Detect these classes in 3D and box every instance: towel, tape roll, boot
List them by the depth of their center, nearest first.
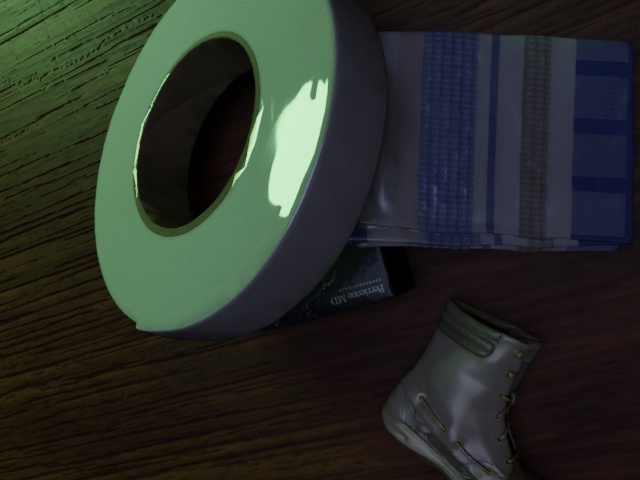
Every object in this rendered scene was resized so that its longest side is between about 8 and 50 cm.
[{"bbox_3d":[0.153,-0.092,0.594,0.284,0.034,0.210,1,88,0],"label":"towel"},{"bbox_3d":[0.183,0.173,0.626,0.213,0.077,0.165,33,102,19],"label":"boot"},{"bbox_3d":[-0.103,-0.096,0.630,0.391,0.072,0.393,-17,65,40],"label":"tape roll"}]

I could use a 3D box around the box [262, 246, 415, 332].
[{"bbox_3d":[0.000,0.000,0.677,0.155,0.093,0.159,-17,88,21],"label":"box"}]
